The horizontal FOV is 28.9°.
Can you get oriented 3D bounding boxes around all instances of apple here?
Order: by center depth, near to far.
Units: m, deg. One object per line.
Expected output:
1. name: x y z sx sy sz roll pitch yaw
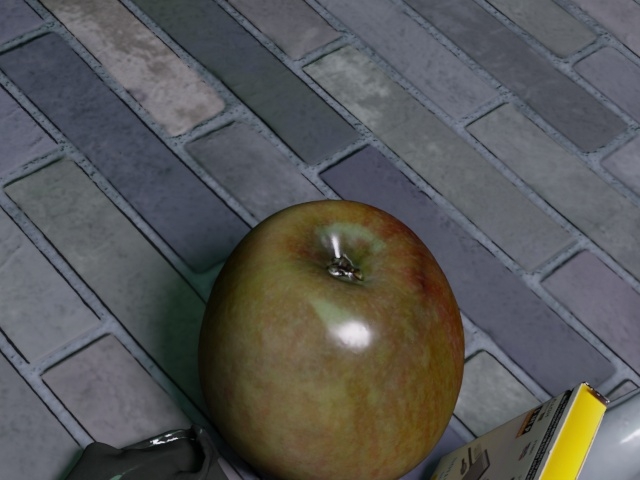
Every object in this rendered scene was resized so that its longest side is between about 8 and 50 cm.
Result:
1. apple: 0.015 0.093 1.136 0.257 0.234 0.257 8 48 -9

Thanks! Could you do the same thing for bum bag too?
1. bum bag: -0.087 0.276 1.066 0.142 0.080 0.326 -34 66 -28

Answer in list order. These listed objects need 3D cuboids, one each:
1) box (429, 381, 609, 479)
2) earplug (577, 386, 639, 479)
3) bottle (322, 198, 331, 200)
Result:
1. box: 0.139 0.213 1.058 0.033 0.247 0.129 39 51 -7
2. earplug: 0.247 0.243 1.095 0.175 0.214 0.325 36 58 -2
3. bottle: 0.000 0.000 1.325 0.045 0.045 0.096 21 50 5
